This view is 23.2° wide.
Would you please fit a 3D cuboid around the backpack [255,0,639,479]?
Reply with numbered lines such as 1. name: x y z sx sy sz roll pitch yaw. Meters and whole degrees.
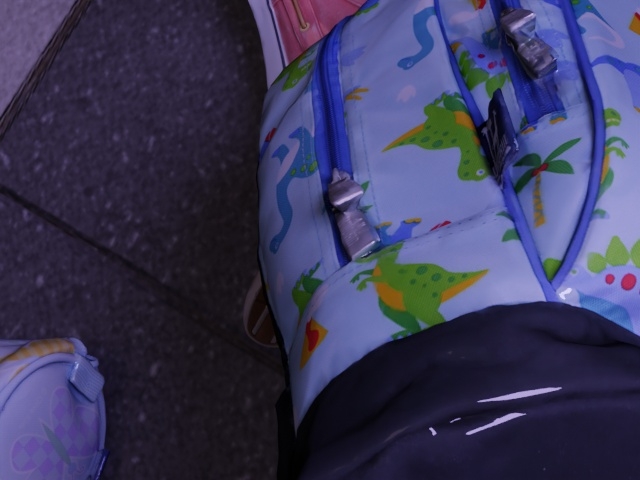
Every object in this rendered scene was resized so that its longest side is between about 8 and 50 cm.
1. backpack: 0.100 0.018 0.683 0.273 0.290 0.355 -49 29 11

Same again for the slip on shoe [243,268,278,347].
1. slip on shoe: 0.000 0.000 0.893 0.135 0.051 0.041 -61 17 15

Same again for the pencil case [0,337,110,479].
1. pencil case: -0.264 0.100 0.987 0.273 0.113 0.124 7 74 33

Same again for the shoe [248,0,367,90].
1. shoe: 0.004 -0.142 0.911 0.081 0.063 0.178 -19 75 25
